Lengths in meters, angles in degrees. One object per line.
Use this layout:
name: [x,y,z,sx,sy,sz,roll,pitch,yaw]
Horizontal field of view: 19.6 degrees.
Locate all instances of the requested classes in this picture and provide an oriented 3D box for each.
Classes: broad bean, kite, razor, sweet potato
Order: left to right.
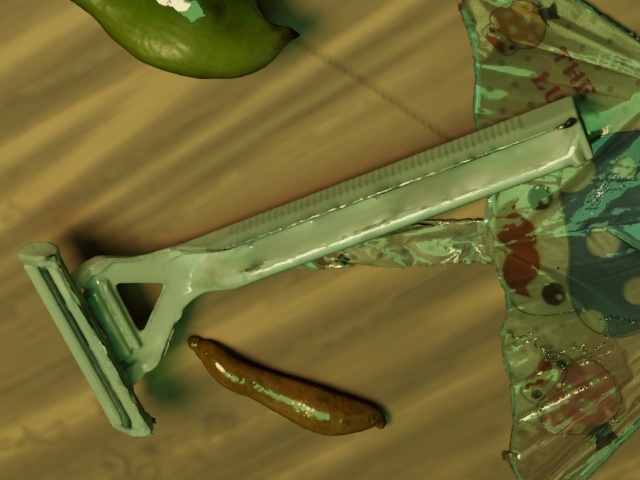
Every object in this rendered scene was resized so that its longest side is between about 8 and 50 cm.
broad bean: [-0.156,-0.157,0.848,0.318,0.056,0.098,22,126,-2]
sweet potato: [-0.019,0.081,0.969,0.115,0.026,0.026,23,113,-10]
razor: [0.000,-0.005,0.911,0.278,0.056,0.111,-23,114,4]
kite: [0.110,0.001,0.939,0.314,0.011,0.335,-6,114,3]
